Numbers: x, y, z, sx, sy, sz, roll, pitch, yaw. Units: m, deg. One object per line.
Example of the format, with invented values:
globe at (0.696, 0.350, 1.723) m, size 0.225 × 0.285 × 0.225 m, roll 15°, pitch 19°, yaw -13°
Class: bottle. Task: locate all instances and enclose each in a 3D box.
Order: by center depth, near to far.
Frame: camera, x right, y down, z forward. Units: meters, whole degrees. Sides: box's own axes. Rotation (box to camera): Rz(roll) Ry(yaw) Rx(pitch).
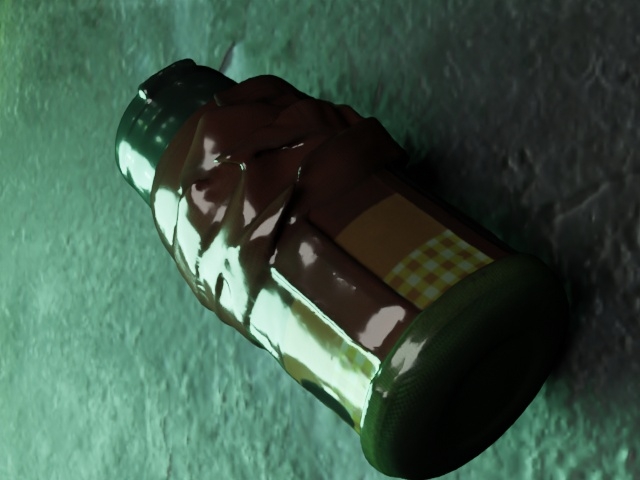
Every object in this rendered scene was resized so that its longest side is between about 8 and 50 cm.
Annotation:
bottle at (0.000, 0.000, 0.864) m, size 0.271 × 0.143 × 0.156 m, roll 40°, pitch 154°, yaw 31°
